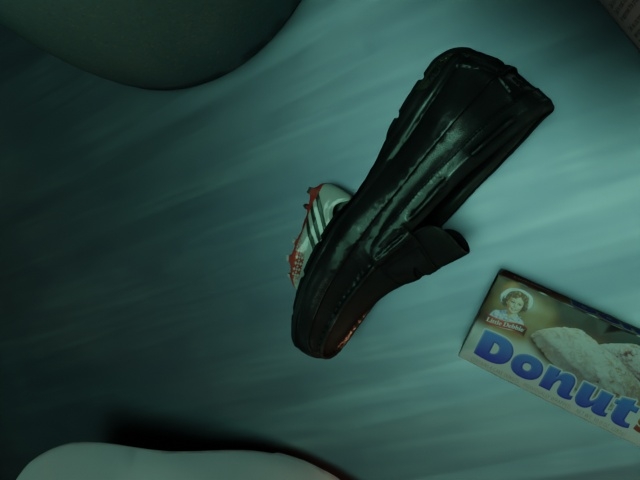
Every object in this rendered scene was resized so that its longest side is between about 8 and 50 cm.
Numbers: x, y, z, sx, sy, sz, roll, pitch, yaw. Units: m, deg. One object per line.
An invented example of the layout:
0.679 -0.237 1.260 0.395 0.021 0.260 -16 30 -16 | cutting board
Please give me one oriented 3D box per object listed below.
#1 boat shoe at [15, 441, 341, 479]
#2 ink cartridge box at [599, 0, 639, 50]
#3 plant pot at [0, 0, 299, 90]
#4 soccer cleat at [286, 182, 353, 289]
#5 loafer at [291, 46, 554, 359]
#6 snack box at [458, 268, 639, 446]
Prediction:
-0.096 0.240 0.418 0.301 0.108 0.102 2 132 9 | boat shoe
0.123 -0.223 0.199 0.117 0.201 0.278 -38 84 20 | ink cartridge box
-0.155 -0.249 0.308 0.290 0.195 0.290 4 100 20 | plant pot
0.000 0.000 0.377 0.035 0.029 0.083 20 100 22 | soccer cleat
0.055 -0.008 0.327 0.078 0.076 0.223 37 106 20 | loafer
0.183 0.084 0.322 0.178 0.022 0.064 25 108 16 | snack box
